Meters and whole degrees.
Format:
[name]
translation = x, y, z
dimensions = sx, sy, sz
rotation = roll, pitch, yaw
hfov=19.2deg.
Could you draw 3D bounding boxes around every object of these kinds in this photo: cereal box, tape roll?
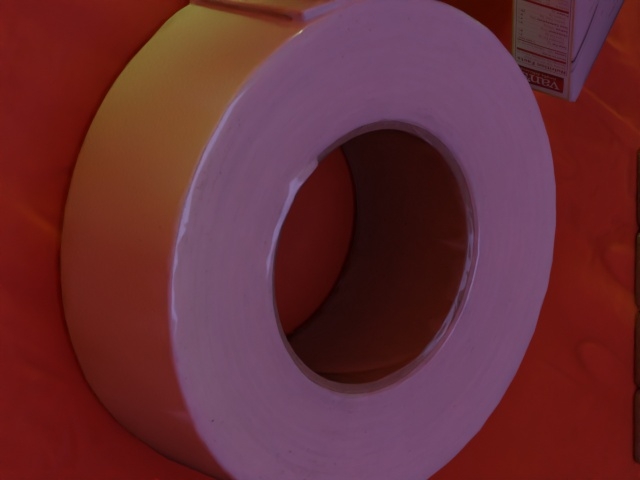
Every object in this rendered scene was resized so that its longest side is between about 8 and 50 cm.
[cereal box]
translation = 0.160, -0.218, 1.072
dimensions = 0.240, 0.047, 0.173
rotation = 83, 31, -54
[tape roll]
translation = 0.000, 0.000, 1.036
dimensions = 0.286, 0.100, 0.286
rotation = -12, 109, -39

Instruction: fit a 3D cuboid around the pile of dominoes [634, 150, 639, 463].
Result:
[pile of dominoes]
translation = 0.304, 0.040, 1.363
dimensions = 0.196, 0.040, 0.251
rotation = -16, 112, -39
